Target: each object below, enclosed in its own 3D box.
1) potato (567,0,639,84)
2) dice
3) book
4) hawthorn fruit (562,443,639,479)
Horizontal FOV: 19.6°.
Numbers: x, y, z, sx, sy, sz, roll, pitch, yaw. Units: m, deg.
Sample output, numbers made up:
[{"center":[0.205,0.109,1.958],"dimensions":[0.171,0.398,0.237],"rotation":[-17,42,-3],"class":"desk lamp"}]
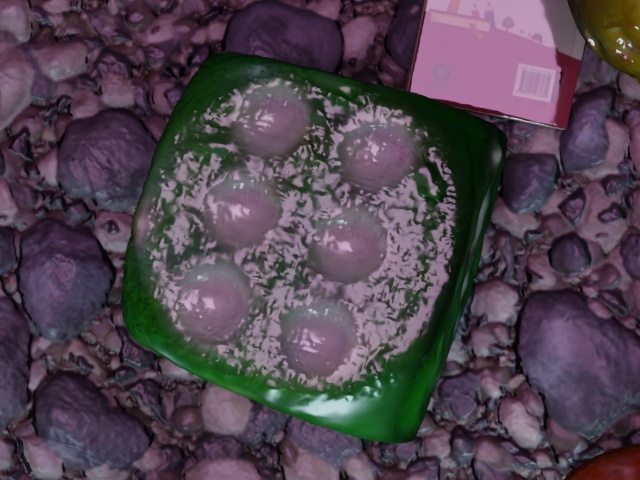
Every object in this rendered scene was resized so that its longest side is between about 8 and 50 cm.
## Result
[{"center":[0.300,-0.279,1.670],"dimensions":[0.196,0.246,0.299],"rotation":[-24,92,-8],"class":"potato"},{"center":[0.000,0.000,1.680],"dimensions":[0.287,0.300,0.297],"rotation":[19,92,8],"class":"dice"},{"center":[0.182,-0.235,1.796],"dimensions":[0.162,0.022,0.232],"rotation":[11,91,2],"class":"book"},{"center":[0.332,0.318,1.675],"dimensions":[0.284,0.284,0.284],"rotation":[0,90,6],"class":"hawthorn fruit"}]
